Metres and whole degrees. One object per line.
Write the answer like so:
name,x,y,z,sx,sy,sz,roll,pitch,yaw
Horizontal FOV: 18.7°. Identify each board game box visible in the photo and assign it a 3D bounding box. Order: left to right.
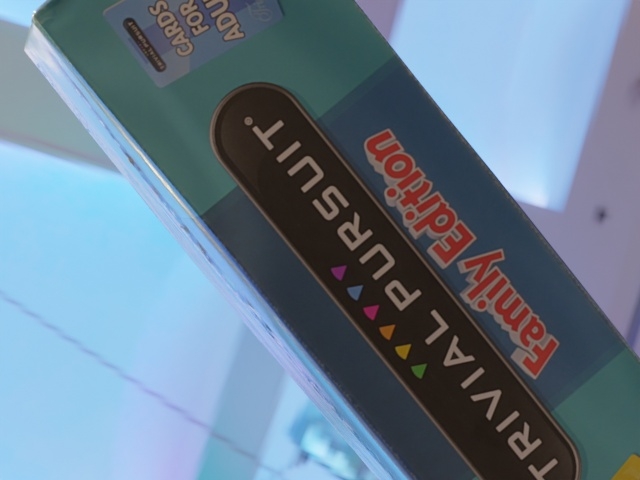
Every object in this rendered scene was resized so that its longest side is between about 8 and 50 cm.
board game box,0.000,0.000,0.713,0.079,0.336,0.254,-40,-81,-4
